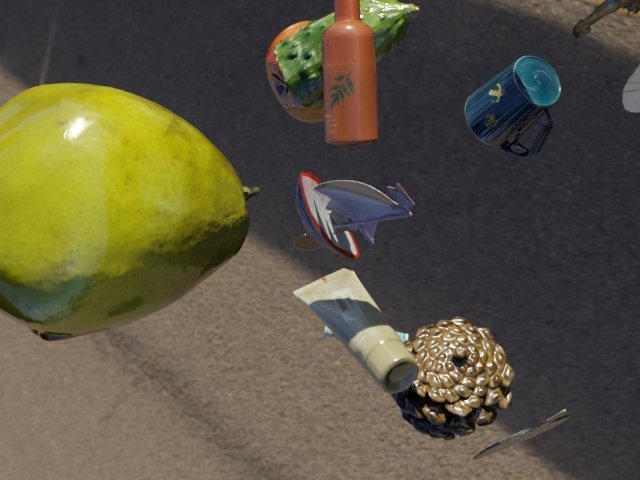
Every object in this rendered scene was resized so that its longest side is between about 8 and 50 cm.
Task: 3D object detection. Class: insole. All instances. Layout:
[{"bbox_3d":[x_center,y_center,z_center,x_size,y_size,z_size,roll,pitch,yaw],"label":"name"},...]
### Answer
[{"bbox_3d":[0.390,-0.202,0.980,0.053,0.002,0.153,7,55,32],"label":"insole"}]

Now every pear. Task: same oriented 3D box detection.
[{"bbox_3d":[-0.232,-0.040,0.955,0.287,0.375,0.288,14,107,53],"label":"pear"}]

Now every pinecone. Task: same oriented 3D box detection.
[{"bbox_3d":[0.250,0.271,1.656,0.257,0.243,0.244,137,127,-79],"label":"pinecone"}]

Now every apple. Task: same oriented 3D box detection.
[{"bbox_3d":[-0.032,-0.387,1.955,0.210,0.173,0.235,16,128,62],"label":"apple"}]

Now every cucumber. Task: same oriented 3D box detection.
[{"bbox_3d":[0.052,-0.315,1.343,0.244,0.134,0.134,-24,73,28],"label":"cucumber"}]

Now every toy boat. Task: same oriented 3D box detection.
[{"bbox_3d":[0.048,-0.072,1.719,0.219,0.072,0.318,43,150,-2],"label":"toy boat"}]

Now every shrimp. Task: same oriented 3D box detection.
[{"bbox_3d":[0.478,-0.379,1.362,0.150,0.217,0.051,-32,86,19],"label":"shrimp"}]

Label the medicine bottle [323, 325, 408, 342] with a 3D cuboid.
[{"bbox_3d":[0.103,0.215,1.894,0.191,0.051,0.051,13,102,0],"label":"medicine bottle"}]

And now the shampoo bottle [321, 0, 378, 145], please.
[{"bbox_3d":[0.040,-0.264,1.239,0.085,0.085,0.244,5,104,43],"label":"shampoo bottle"}]

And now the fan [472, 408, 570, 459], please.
[{"bbox_3d":[0.456,0.394,1.749,0.294,0.223,0.012,-41,62,39],"label":"fan"}]

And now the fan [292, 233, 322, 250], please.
[{"bbox_3d":[0.000,0.000,1.938,0.133,0.085,0.005,-10,62,3],"label":"fan"}]

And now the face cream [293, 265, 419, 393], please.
[{"bbox_3d":[0.073,0.161,1.630,0.341,0.137,0.084,49,160,51],"label":"face cream"}]

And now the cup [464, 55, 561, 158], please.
[{"bbox_3d":[0.382,-0.252,1.612,0.177,0.131,0.155,62,151,10],"label":"cup"}]
